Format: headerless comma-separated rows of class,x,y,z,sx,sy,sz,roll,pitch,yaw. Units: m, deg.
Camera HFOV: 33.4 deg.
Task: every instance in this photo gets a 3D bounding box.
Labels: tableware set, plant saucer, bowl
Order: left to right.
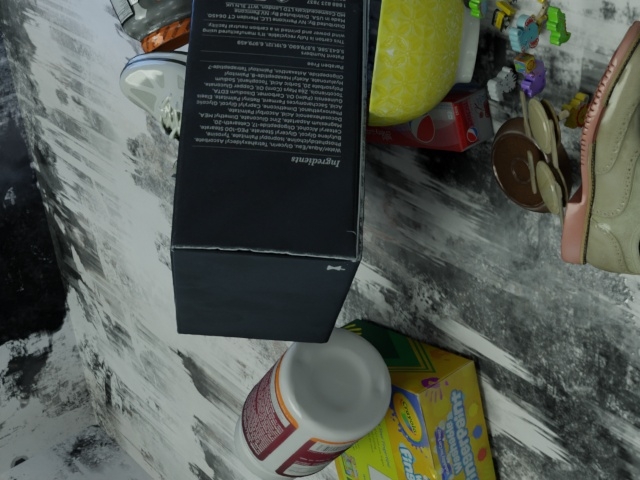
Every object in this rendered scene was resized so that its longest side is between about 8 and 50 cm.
bowl,0.168,-0.316,1.690,0.289,0.156,0.289,6,-90,-88
plant saucer,0.337,-0.118,1.742,0.168,0.029,0.168,36,140,37
tableware set,0.351,-0.129,1.608,0.128,0.039,0.194,-113,7,-58

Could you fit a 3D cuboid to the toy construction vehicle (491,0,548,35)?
toy construction vehicle,0.305,-0.349,1.613,0.086,0.035,0.098,45,153,29

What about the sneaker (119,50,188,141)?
sneaker,-0.266,-0.232,2.192,0.448,0.257,0.169,22,139,16

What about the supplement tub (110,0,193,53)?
supplement tub,-0.375,-0.571,2.304,0.194,0.194,0.315,-19,97,59

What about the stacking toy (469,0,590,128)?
stacking toy,0.313,-0.277,1.587,0.167,0.052,0.221,30,153,42

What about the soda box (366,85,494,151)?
soda box,0.175,-0.217,1.856,0.263,0.083,0.092,12,123,52

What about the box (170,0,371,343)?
box,-0.090,-0.114,1.824,0.480,0.298,0.471,106,166,-68

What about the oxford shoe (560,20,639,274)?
oxford shoe,0.447,-0.121,1.509,0.147,0.140,0.396,19,134,22

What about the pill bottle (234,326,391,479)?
pill bottle,-0.030,0.344,2.134,0.224,0.224,0.392,56,148,12

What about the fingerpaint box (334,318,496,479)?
fingerpaint box,0.182,0.426,2.253,0.371,0.163,0.444,15,125,52

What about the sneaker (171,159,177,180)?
sneaker,-0.235,-0.228,2.451,0.146,0.122,0.330,34,139,10
